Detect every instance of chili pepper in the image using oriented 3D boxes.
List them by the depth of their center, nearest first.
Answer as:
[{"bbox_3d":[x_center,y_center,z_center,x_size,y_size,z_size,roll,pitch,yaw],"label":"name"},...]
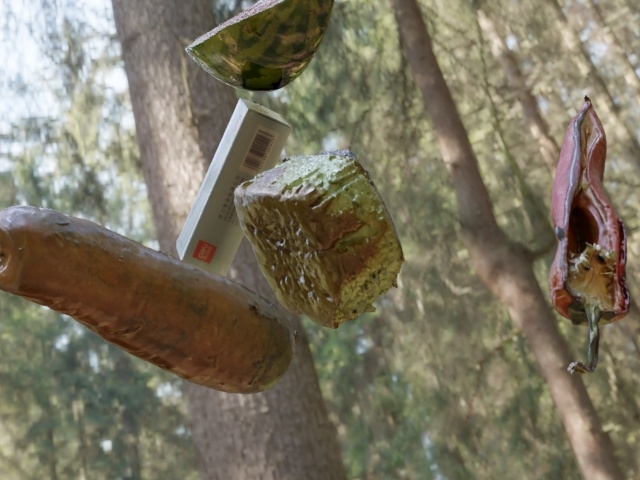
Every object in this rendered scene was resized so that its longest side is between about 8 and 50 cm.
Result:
[{"bbox_3d":[0.183,-0.006,0.818,0.059,0.268,0.050,17,-45,-9],"label":"chili pepper"}]

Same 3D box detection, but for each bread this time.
[{"bbox_3d":[0.000,0.000,0.879,0.069,0.140,0.128,-34,-72,-27],"label":"bread"}]

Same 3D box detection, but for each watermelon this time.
[{"bbox_3d":[-0.090,-0.289,1.776,0.303,0.159,0.128,-12,-65,53],"label":"watermelon"}]

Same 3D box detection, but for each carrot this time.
[{"bbox_3d":[-0.088,0.030,0.587,0.060,0.060,0.186,-38,-47,27],"label":"carrot"}]

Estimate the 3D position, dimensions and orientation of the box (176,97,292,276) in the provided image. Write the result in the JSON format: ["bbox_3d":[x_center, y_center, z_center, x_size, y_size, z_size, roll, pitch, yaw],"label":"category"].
[{"bbox_3d":[-0.139,-0.082,1.818,0.079,0.135,0.269,23,-82,-14],"label":"box"}]
